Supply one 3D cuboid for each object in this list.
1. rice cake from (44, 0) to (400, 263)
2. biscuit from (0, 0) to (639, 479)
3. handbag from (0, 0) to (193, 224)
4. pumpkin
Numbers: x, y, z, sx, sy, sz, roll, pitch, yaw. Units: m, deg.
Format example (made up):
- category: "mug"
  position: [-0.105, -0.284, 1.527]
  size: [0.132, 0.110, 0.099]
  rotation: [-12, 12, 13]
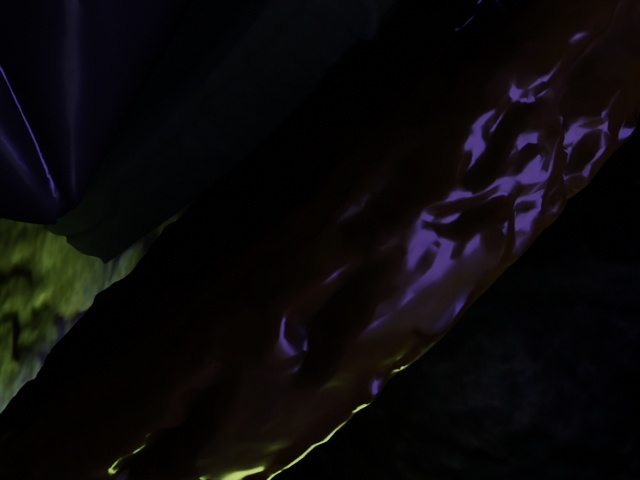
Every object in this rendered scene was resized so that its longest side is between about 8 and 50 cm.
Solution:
- category: "rice cake"
  position: [-0.020, -0.079, 0.591]
  size: [0.237, 0.043, 0.127]
  rotation: [-32, -150, 57]
- category: "biscuit"
  position: [0.001, 0.001, 0.569]
  size: [0.296, 0.075, 0.296]
  rotation: [-43, -173, 6]
- category: "handbag"
  position: [-0.069, -0.180, 0.419]
  size: [0.257, 0.113, 0.285]
  rotation: [71, 38, -54]
- category: "pumpkin"
  position: [0.123, 0.051, 0.872]
  size: [0.454, 0.344, 0.454]
  rotation: [11, 90, -81]
